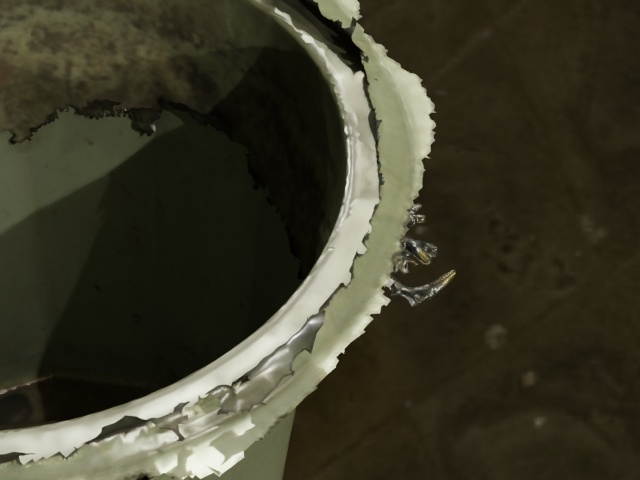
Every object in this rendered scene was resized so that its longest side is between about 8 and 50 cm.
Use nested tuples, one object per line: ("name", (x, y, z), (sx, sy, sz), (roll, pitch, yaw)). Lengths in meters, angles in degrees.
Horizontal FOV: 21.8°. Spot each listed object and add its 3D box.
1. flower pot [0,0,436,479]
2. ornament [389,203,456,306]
("flower pot", (-0.111, 0.048, 0.624), (0.290, 0.290, 0.259), (51, 152, 35))
("ornament", (0.007, 0.014, 1.630), (0.236, 0.202, 0.080), (18, 127, 16))
